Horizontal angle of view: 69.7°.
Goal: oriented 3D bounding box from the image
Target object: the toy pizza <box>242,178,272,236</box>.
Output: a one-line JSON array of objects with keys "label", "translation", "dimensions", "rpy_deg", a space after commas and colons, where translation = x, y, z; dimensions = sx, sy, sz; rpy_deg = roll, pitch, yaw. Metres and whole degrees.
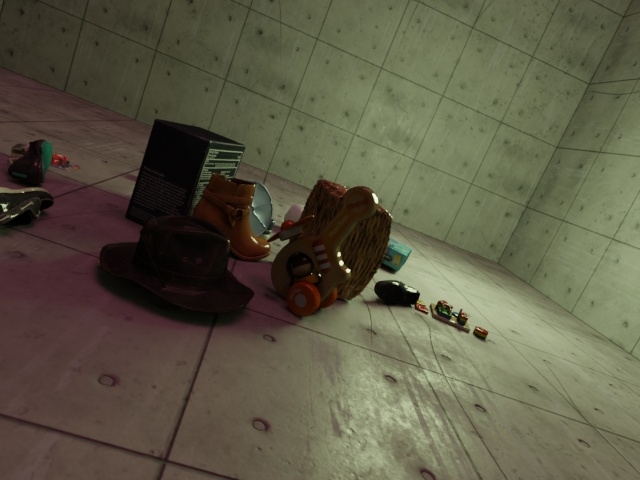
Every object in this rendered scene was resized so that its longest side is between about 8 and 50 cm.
[{"label": "toy pizza", "translation": [-0.245, -0.106, 1.556], "dimensions": [0.032, 0.201, 0.201], "rpy_deg": [7, -2, 43]}]

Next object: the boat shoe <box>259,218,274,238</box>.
[{"label": "boat shoe", "translation": [-0.288, -0.086, 1.638], "dimensions": [0.254, 0.079, 0.095], "rpy_deg": [23, 11, 0]}]

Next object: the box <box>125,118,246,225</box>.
[{"label": "box", "translation": [-0.392, -0.186, 1.380], "dimensions": [0.182, 0.294, 0.296], "rpy_deg": [24, 12, 5]}]

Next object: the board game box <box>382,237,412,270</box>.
[{"label": "board game box", "translation": [0.277, 0.029, 2.096], "dimensions": [0.253, 0.079, 0.336], "rpy_deg": [28, 10, 12]}]

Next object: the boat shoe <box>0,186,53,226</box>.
[{"label": "boat shoe", "translation": [-0.646, -0.066, 0.985], "dimensions": [0.079, 0.084, 0.233], "rpy_deg": [60, 1, -8]}]

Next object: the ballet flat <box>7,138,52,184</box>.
[{"label": "ballet flat", "translation": [-0.822, -0.232, 1.299], "dimensions": [0.096, 0.095, 0.280], "rpy_deg": [2, 20, -26]}]

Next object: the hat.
[{"label": "hat", "translation": [-0.282, 0.021, 0.980], "dimensions": [0.331, 0.134, 0.331], "rpy_deg": [21, 10, -4]}]

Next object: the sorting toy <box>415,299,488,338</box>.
[{"label": "sorting toy", "translation": [0.448, 0.249, 1.603], "dimensions": [0.274, 0.046, 0.132], "rpy_deg": [23, 12, 5]}]

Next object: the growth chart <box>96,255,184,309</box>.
[{"label": "growth chart", "translation": [-0.353, 0.071, 0.997], "dimensions": [0.237, 0.021, 0.172], "rpy_deg": [24, 12, 7]}]

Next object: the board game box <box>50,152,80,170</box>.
[{"label": "board game box", "translation": [-0.877, -0.276, 1.512], "dimensions": [0.168, 0.033, 0.133], "rpy_deg": [18, 13, -23]}]

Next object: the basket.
[{"label": "basket", "translation": [0.058, -0.002, 1.381], "dimensions": [0.213, 0.299, 0.223], "rpy_deg": [16, 14, -30]}]

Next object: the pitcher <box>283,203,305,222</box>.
[{"label": "pitcher", "translation": [-0.053, -0.048, 1.842], "dimensions": [0.207, 0.125, 0.178], "rpy_deg": [36, 30, 9]}]

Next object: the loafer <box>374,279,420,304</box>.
[{"label": "loafer", "translation": [0.244, 0.170, 1.527], "dimensions": [0.223, 0.076, 0.078], "rpy_deg": [17, 7, -45]}]

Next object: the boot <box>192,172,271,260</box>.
[{"label": "boot", "translation": [-0.232, -0.068, 1.328], "dimensions": [0.283, 0.220, 0.109], "rpy_deg": [14, 15, -36]}]

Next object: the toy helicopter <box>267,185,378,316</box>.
[{"label": "toy helicopter", "translation": [0.000, 0.000, 1.139], "dimensions": [0.235, 0.355, 0.140], "rpy_deg": [45, 19, 16]}]
